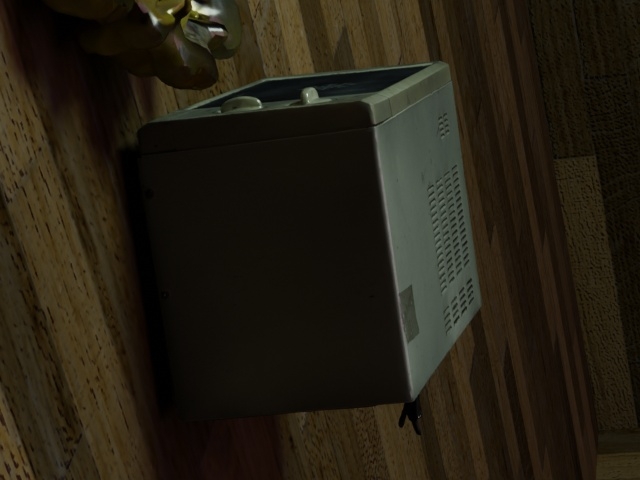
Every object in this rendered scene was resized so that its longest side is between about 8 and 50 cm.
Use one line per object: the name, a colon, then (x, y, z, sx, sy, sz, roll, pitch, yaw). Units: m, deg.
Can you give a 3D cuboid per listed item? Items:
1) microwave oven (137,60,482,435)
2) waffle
microwave oven: (0.000, 0.000, 1.108, 0.240, 0.145, 0.194, -39, 125, -73)
waffle: (-0.099, -0.227, 0.961, 0.329, 0.062, 0.329, -5, 90, -78)
